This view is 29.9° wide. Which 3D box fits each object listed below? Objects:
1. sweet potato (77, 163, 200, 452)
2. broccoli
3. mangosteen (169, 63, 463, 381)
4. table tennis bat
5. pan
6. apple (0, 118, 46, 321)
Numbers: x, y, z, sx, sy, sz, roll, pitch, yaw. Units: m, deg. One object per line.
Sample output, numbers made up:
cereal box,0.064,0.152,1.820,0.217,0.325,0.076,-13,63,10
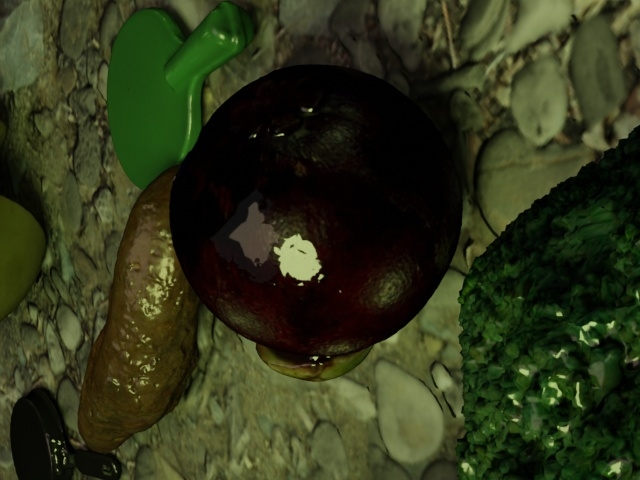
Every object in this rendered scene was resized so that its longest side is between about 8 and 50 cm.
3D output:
sweet potato,-0.154,0.094,1.053,0.114,0.092,0.341,-105,30,-52
broccoli,0.188,0.081,0.478,0.297,0.297,0.298,32,123,19
mangosteen,0.000,0.000,0.776,0.194,0.194,0.230,41,154,40
table tennis bat,-0.126,-0.135,1.021,0.257,0.039,0.160,-28,74,56
pan,-0.281,0.231,1.286,0.235,0.028,0.136,-2,95,52
apple,-0.436,-0.017,1.264,0.254,0.292,0.292,-41,64,50
